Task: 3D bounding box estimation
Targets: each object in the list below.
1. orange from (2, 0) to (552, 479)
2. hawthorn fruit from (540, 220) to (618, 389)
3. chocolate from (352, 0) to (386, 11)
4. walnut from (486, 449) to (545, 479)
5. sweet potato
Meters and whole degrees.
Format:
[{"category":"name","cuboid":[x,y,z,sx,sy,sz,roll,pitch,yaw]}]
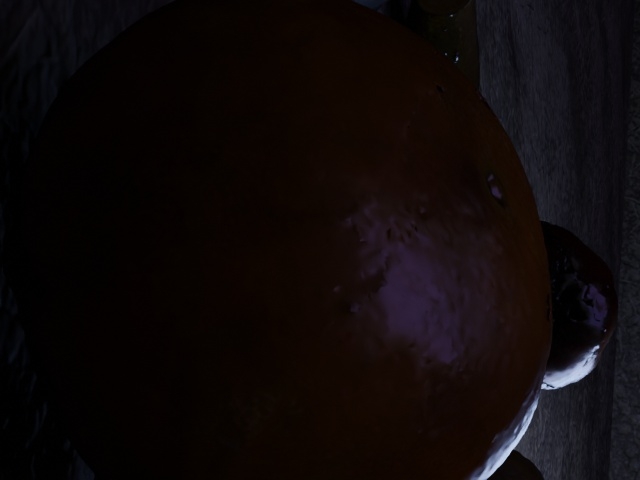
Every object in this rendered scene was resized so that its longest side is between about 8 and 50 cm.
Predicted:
[{"category":"orange","cuboid":[-0.012,0.015,0.795,0.284,0.226,0.284,37,40,-39]},{"category":"hawthorn fruit","cuboid":[0.211,0.060,1.698,0.235,0.181,0.181,-139,-133,-80]},{"category":"chocolate","cuboid":[0.167,-0.362,1.251,0.383,0.331,0.384,3,90,-74]},{"category":"walnut","cuboid":[0.108,0.257,1.318,0.213,0.213,0.213,1,90,-73]},{"category":"sweet potato","cuboid":[0.111,-0.153,1.509,0.077,0.077,0.244,-72,164,-44]}]
